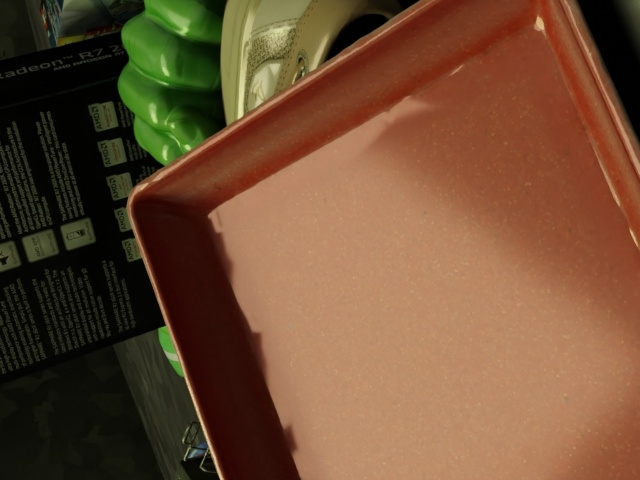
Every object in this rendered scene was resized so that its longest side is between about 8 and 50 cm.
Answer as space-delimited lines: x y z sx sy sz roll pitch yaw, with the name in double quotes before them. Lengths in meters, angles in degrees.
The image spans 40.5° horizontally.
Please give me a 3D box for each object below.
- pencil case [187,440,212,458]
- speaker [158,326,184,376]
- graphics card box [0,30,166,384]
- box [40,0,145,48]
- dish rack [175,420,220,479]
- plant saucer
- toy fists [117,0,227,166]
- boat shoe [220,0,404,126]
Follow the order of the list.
"pencil case" -0.074 0.372 1.027 0.133 0.119 0.306 44 -165 -43
"speaker" -0.139 -0.012 0.918 0.131 0.131 0.297 -161 55 -67
"graphics card box" -0.193 -0.026 0.672 0.094 0.370 0.233 48 151 50
"box" -0.116 -0.195 0.628 0.233 0.159 0.044 -5 103 71
"dish rack" -0.036 0.172 0.781 0.208 0.074 0.272 39 110 49
"plant saucer" 0.045 0.045 0.397 0.258 0.047 0.259 -27 81 34
"toy fists" -0.055 -0.056 0.611 0.096 0.142 0.279 -131 29 -49
"boat shoe" 0.000 0.000 0.539 0.110 0.121 0.341 -130 29 -49
